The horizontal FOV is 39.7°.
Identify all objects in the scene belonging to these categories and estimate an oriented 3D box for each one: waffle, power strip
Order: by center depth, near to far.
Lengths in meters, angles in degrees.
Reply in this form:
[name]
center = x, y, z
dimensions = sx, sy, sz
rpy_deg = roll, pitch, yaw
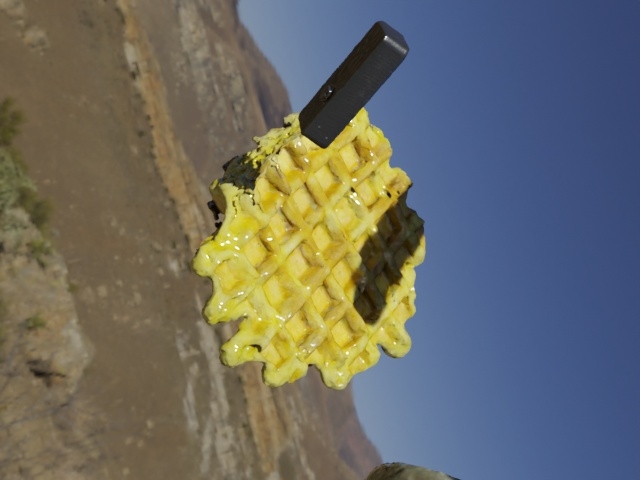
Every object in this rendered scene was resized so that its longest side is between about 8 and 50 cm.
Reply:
[power strip]
center = 0.024, -0.125, 0.719
dimensions = 0.029, 0.111, 0.038
rpy_deg = 31, 25, -26
[waffle]
center = -0.002, 0.000, 0.910
dimensions = 0.060, 0.311, 0.308
rpy_deg = -9, -96, 44

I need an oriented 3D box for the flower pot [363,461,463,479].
[flower pot]
center = 0.079, 0.382, 0.757
dimensions = 0.294, 0.293, 0.330
rpy_deg = 84, 28, -67
